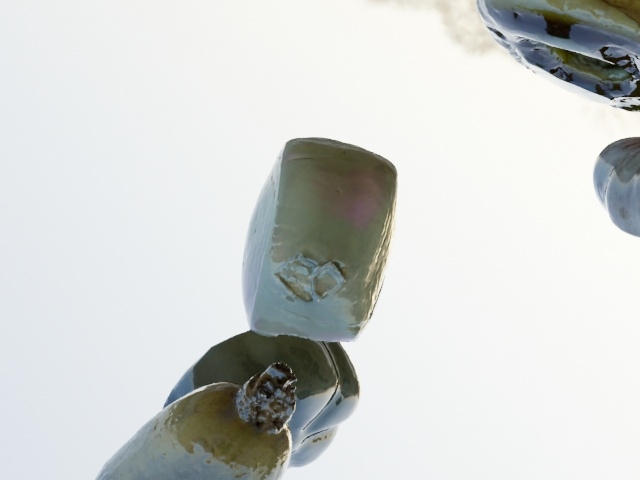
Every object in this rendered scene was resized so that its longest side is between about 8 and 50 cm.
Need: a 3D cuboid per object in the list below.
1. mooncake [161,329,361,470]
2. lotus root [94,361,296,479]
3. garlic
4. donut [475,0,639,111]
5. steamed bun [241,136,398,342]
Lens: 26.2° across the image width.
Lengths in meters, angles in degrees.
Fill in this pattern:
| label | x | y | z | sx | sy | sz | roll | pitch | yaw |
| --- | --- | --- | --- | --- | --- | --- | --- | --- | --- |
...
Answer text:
| label | x | y | z | sx | sy | sz | roll | pitch | yaw |
| --- | --- | --- | --- | --- | --- | --- | --- | --- | --- |
| mooncake | -0.073 | 0.228 | 1.836 | 0.275 | 0.275 | 0.135 | 7 | -141 | -50 |
| lotus root | -0.139 | 0.268 | 1.606 | 0.169 | 0.343 | 0.151 | 35 | -151 | -24 |
| garlic | 0.496 | -0.026 | 1.804 | 0.245 | 0.253 | 0.245 | -13 | -163 | 4 |
| donut | 0.340 | -0.268 | 1.648 | 0.330 | 0.159 | 0.330 | 16 | 173 | 2 |
| steamed bun | 0.000 | 0.000 | 1.560 | 0.170 | 0.238 | 0.152 | 12 | 178 | -1 |
